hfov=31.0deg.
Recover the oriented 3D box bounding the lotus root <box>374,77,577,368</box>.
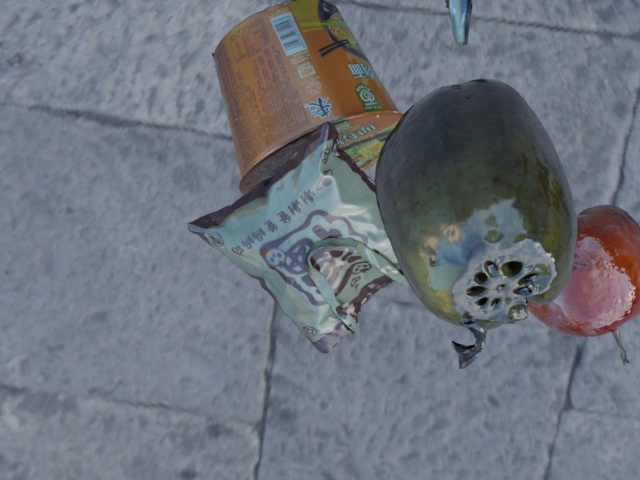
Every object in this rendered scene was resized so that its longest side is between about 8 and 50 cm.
[{"bbox_3d":[0.102,-0.033,0.778,0.124,0.241,0.123,-24,120,12],"label":"lotus root"}]

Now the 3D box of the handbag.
[{"bbox_3d":[0.000,0.000,1.347,0.213,0.127,0.235,-39,112,15],"label":"handbag"}]

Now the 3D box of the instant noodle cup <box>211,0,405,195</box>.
[{"bbox_3d":[-0.025,-0.177,1.439,0.230,0.230,0.182,-27,75,16],"label":"instant noodle cup"}]

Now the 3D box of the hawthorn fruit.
[{"bbox_3d":[0.464,0.082,1.946,0.241,0.242,0.272,-29,76,17],"label":"hawthorn fruit"}]

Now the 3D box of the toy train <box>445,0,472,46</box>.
[{"bbox_3d":[0.175,-0.368,1.477,0.051,0.052,0.234,6,95,15],"label":"toy train"}]
